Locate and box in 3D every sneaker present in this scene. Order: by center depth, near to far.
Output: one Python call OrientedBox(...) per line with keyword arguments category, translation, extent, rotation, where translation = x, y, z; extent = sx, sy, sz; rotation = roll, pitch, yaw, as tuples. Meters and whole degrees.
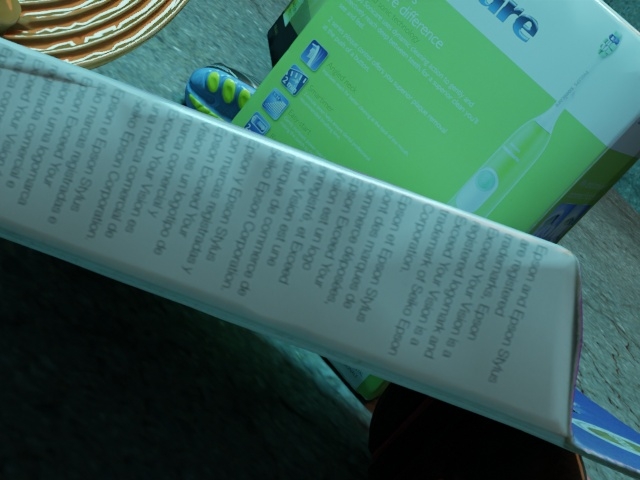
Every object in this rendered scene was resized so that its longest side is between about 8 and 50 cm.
OrientedBox(category="sneaker", translation=(0.133, 0.198, 0.556), extent=(0.314, 0.116, 0.136), rotation=(49, -7, 36))
OrientedBox(category="sneaker", translation=(-0.029, -0.097, 0.902), extent=(0.188, 0.067, 0.078), rotation=(33, 27, -12))

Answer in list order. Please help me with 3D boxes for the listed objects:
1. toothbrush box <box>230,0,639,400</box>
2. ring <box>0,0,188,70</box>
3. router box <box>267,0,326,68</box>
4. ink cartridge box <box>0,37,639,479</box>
OrientedBox(category="toothbrush box", translation=(0.075, -0.066, 0.706), extent=(0.206, 0.283, 0.122), rotation=(46, 20, 18))
OrientedBox(category="ring", translation=(-0.181, -0.250, 0.537), extent=(0.336, 0.032, 0.337), rotation=(9, 75, -37))
OrientedBox(category="router box", translation=(0.051, -0.250, 1.122), extent=(0.081, 0.243, 0.309), rotation=(33, 20, -21))
OrientedBox(category="ink cartridge box", translation=(0.000, 0.000, 0.472), extent=(0.330, 0.072, 0.324), rotation=(20, 1, -1))
